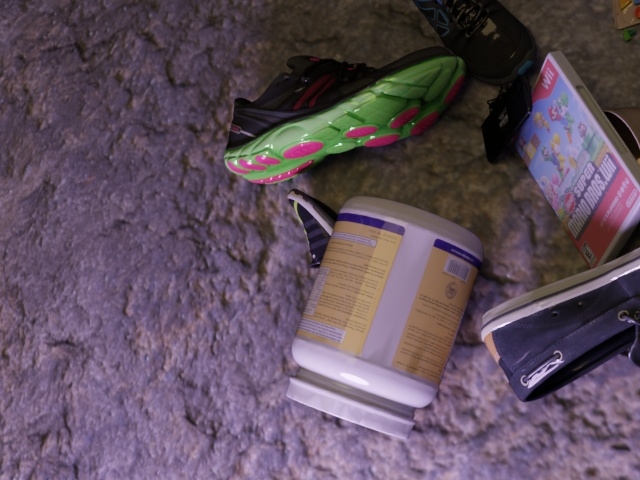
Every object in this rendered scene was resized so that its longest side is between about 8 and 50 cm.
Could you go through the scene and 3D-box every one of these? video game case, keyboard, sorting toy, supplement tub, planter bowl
[{"bbox_3d":[0.388,-0.116,1.602,0.025,0.204,0.285,-13,57,-18],"label":"video game case"},{"bbox_3d":[0.307,-0.204,1.701,0.038,0.192,0.100,-2,71,-13],"label":"keyboard"},{"bbox_3d":[0.503,-0.361,1.706,0.062,0.012,0.083,-12,67,29],"label":"sorting toy"},{"bbox_3d":[0.096,0.119,1.660,0.241,0.241,0.331,16,83,36],"label":"supplement tub"},{"bbox_3d":[0.476,-0.125,1.562,0.109,0.162,0.162,-16,58,-15],"label":"planter bowl"}]

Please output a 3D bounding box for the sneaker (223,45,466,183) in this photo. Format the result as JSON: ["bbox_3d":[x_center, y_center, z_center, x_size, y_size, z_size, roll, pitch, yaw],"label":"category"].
[{"bbox_3d":[0.022,-0.256,1.876,0.483,0.185,0.202,-16,69,26],"label":"sneaker"}]

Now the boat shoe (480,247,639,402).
[{"bbox_3d":[0.460,0.097,1.476,0.500,0.187,0.156,-26,66,29],"label":"boat shoe"}]

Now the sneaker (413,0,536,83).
[{"bbox_3d":[0.230,-0.394,1.816,0.125,0.140,0.341,-46,56,9],"label":"sneaker"}]

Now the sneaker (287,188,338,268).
[{"bbox_3d":[0.000,0.000,1.860,0.097,0.084,0.234,-51,54,9],"label":"sneaker"}]
